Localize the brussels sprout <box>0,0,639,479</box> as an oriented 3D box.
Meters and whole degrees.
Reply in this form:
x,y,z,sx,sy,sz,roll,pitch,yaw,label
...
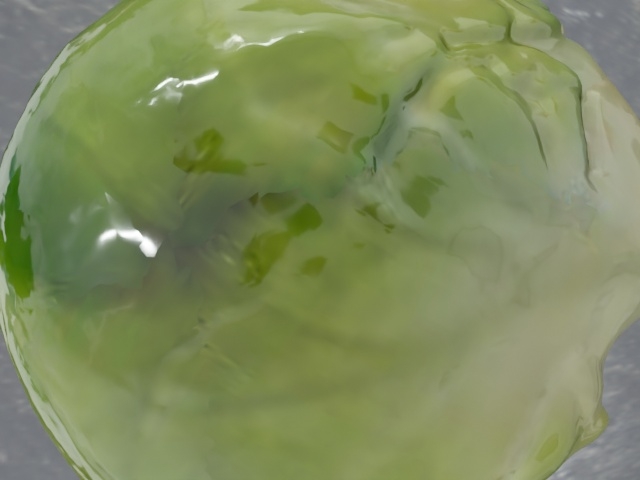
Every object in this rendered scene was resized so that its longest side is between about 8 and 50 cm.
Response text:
x,y,z,sx,sy,sz,roll,pitch,yaw,label
0.000,0.000,0.963,0.344,0.268,0.344,-2,107,-5,brussels sprout
